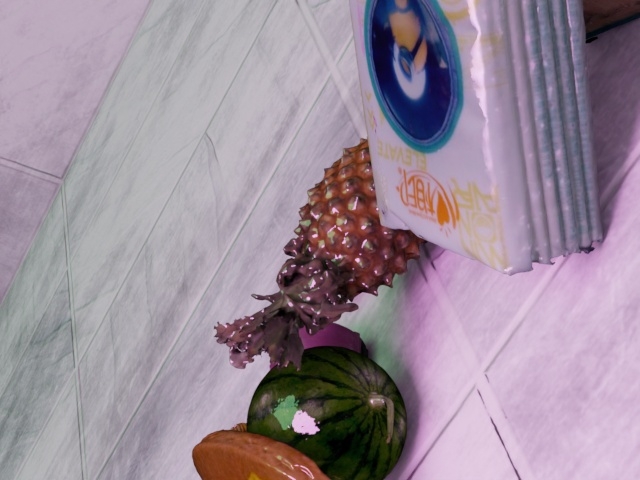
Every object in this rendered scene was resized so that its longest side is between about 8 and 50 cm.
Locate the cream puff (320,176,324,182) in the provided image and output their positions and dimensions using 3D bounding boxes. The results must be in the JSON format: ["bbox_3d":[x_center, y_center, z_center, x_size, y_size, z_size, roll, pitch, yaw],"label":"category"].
[{"bbox_3d":[0.019,-0.054,1.899,0.083,0.058,0.083,-4,70,66],"label":"cream puff"}]

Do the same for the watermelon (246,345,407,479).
[{"bbox_3d":[0.014,0.214,1.557,0.215,0.188,0.188,-39,39,43],"label":"watermelon"}]

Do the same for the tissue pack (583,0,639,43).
[{"bbox_3d":[0.311,-0.374,1.445,0.192,0.134,0.270,-21,54,60],"label":"tissue pack"}]

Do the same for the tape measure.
[{"bbox_3d":[-0.005,0.155,1.729,0.125,0.118,0.074,-35,44,46],"label":"tape measure"}]

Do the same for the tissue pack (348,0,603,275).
[{"bbox_3d":[0.156,-0.187,1.392,0.287,0.162,0.388,26,129,61],"label":"tissue pack"}]

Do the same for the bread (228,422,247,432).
[{"bbox_3d":[-0.098,0.302,1.850,0.085,0.085,0.053,-64,19,14],"label":"bread"}]

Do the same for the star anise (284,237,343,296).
[{"bbox_3d":[0.000,0.000,1.848,0.148,0.218,0.227,-30,42,-10],"label":"star anise"}]

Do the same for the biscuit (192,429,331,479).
[{"bbox_3d":[-0.036,0.338,1.518,0.052,0.277,0.262,-42,26,-27],"label":"biscuit"}]

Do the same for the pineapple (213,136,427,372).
[{"bbox_3d":[0.013,0.025,1.597,0.361,0.175,0.175,-48,15,-27],"label":"pineapple"}]
